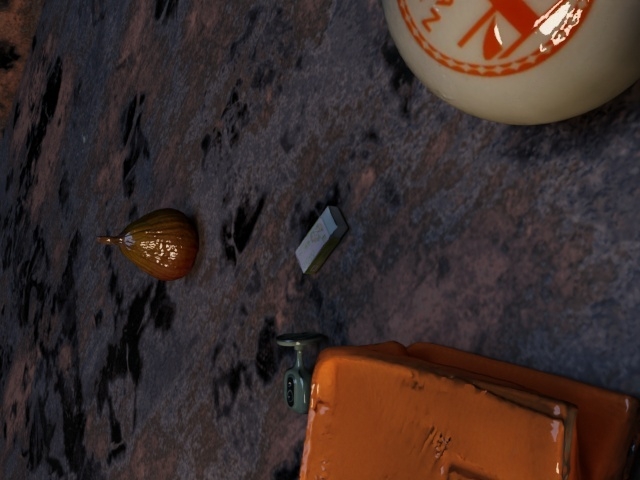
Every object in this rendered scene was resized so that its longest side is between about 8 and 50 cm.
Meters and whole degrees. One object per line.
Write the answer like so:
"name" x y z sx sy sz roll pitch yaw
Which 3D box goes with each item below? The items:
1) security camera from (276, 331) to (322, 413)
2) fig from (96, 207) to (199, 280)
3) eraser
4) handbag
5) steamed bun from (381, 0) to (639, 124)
"security camera" -0.025 0.156 0.841 0.058 0.058 0.092 1 93 55
"fig" -0.264 0.016 1.135 0.119 0.153 0.119 37 142 37
"eraser" 0.000 0.000 0.857 0.083 0.019 0.038 -53 43 34
"handbag" 0.090 0.300 0.588 0.303 0.116 0.410 6 89 55
"steamed bun" 0.140 -0.193 0.523 0.232 0.145 0.232 19 122 33
